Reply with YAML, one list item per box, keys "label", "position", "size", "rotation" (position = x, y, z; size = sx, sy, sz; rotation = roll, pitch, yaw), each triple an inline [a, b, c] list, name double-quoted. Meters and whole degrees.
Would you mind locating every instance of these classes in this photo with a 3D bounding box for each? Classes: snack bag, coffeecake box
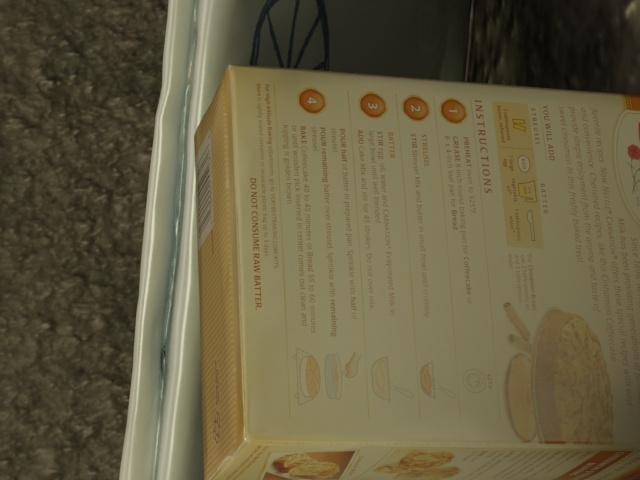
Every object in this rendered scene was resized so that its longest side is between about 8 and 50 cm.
- label: "snack bag"
  position: [0.000, 0.000, 0.822]
  size: [0.342, 0.037, 0.323]
  rotation: [-26, -56, -63]
- label: "coffeecake box"
  position: [0.051, 0.017, 0.622]
  size: [0.068, 0.185, 0.142]
  rotation: [127, 143, -64]
